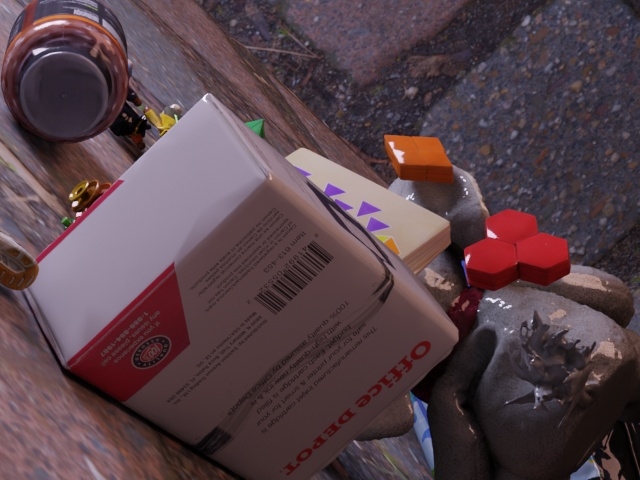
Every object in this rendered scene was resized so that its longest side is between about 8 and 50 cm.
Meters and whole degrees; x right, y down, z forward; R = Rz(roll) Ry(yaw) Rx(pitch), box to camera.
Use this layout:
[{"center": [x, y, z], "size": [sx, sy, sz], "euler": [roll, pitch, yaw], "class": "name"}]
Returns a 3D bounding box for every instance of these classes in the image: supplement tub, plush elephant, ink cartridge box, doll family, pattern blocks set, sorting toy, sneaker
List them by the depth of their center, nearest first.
[{"center": [-0.207, -0.002, 1.053], "size": [0.083, 0.032, 0.037], "euler": [49, -8, -26], "class": "sneaker"}, {"center": [-0.046, 0.044, 1.135], "size": [0.237, 0.172, 0.100], "euler": [39, 10, -46], "class": "ink cartridge box"}, {"center": [-0.159, -0.019, 1.279], "size": [0.042, 0.061, 0.102], "euler": [43, -14, -27], "class": "sorting toy"}, {"center": [0.000, 0.000, 1.365], "size": [0.325, 0.285, 0.026], "euler": [37, -34, 42], "class": "pattern blocks set"}, {"center": [-0.212, -0.142, 1.457], "size": [0.106, 0.106, 0.198], "euler": [45, 8, -17], "class": "supplement tub"}, {"center": [0.119, 0.096, 1.460], "size": [0.255, 0.272, 0.330], "euler": [33, -14, 24], "class": "plush elephant"}, {"center": [-0.171, -0.120, 1.721], "size": [0.193, 0.076, 0.111], "euler": [40, 13, -12], "class": "doll family"}]

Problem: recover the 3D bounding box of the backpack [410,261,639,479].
[{"center": [0.204, 0.157, 1.743], "size": [0.290, 0.273, 0.355], "euler": [24, 53, -59], "class": "backpack"}]
